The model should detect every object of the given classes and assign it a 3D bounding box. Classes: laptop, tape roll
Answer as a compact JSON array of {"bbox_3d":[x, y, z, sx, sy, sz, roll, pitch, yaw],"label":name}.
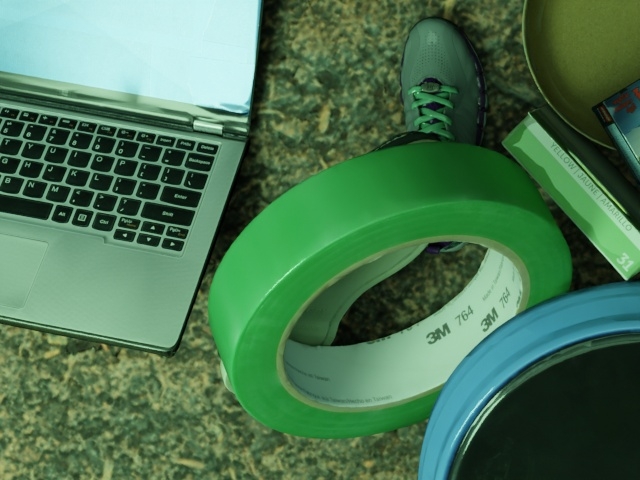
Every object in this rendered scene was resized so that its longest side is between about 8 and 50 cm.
[{"bbox_3d":[-0.268,-0.152,1.744,0.382,0.236,0.408,10,55,10],"label":"laptop"},{"bbox_3d":[0.063,0.050,1.674,0.321,0.321,0.077,-33,52,11],"label":"tape roll"}]

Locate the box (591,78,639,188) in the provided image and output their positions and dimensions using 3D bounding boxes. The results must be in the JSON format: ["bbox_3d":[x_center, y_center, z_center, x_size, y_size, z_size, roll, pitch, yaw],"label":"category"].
[{"bbox_3d":[0.378,-0.109,1.645,0.233,0.044,0.159,-31,89,-7],"label":"box"}]

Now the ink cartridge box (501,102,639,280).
[{"bbox_3d":[0.234,-0.043,1.665,0.056,0.235,0.171,-43,86,15],"label":"ink cartridge box"}]

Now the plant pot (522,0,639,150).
[{"bbox_3d":[0.301,-0.191,1.719,0.236,0.032,0.236,0,83,0],"label":"plant pot"}]

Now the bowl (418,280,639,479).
[{"bbox_3d":[0.284,0.230,1.707,0.391,0.077,0.391,0,110,1],"label":"bowl"}]

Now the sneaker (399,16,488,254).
[{"bbox_3d":[0.115,-0.098,1.753,0.083,0.098,0.223,-5,94,11],"label":"sneaker"}]

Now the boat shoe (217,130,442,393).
[{"bbox_3d":[0.003,0.001,1.741,0.340,0.127,0.113,-57,39,36],"label":"boat shoe"}]
